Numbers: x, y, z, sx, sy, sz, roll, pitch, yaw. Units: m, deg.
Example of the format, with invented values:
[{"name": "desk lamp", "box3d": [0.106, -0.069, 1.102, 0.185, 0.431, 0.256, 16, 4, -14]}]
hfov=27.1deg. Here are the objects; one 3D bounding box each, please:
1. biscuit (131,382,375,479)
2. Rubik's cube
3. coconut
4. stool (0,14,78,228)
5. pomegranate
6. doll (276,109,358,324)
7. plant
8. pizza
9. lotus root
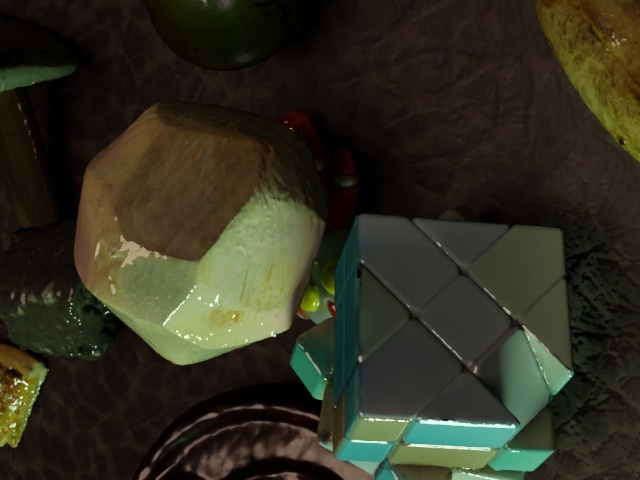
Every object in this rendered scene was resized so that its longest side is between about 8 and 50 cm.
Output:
[{"name": "biscuit", "box3d": [-0.038, 0.343, 1.306, 0.407, 0.091, 0.407, 0, 89, 26]}, {"name": "Rubik's cube", "box3d": [0.092, 0.092, 1.140, 0.213, 0.224, 0.265, 107, 166, -64]}, {"name": "coconut", "box3d": [-0.112, -0.003, 1.187, 0.197, 0.237, 0.237, 32, 116, 41]}, {"name": "stool", "box3d": [-0.457, -0.121, 1.441, 0.310, 0.310, 0.226, 19, 115, 30]}, {"name": "pomegranate", "box3d": [-0.066, -0.253, 1.236, 0.210, 0.180, 0.180, -15, 89, 8]}, {"name": "doll", "box3d": [0.000, 0.000, 1.280, 0.142, 0.076, 0.245, -31, 76, 37]}, {"name": "plant", "box3d": [-0.197, 0.044, 1.388, 0.274, 0.149, 0.146, -7, 138, 20]}, {"name": "pizza", "box3d": [-0.395, 0.188, 1.605, 0.175, 0.046, 0.134, -22, 85, 35]}, {"name": "lotus root", "box3d": [0.257, -0.136, 1.063, 0.258, 0.097, 0.110, 50, 125, 21]}]
